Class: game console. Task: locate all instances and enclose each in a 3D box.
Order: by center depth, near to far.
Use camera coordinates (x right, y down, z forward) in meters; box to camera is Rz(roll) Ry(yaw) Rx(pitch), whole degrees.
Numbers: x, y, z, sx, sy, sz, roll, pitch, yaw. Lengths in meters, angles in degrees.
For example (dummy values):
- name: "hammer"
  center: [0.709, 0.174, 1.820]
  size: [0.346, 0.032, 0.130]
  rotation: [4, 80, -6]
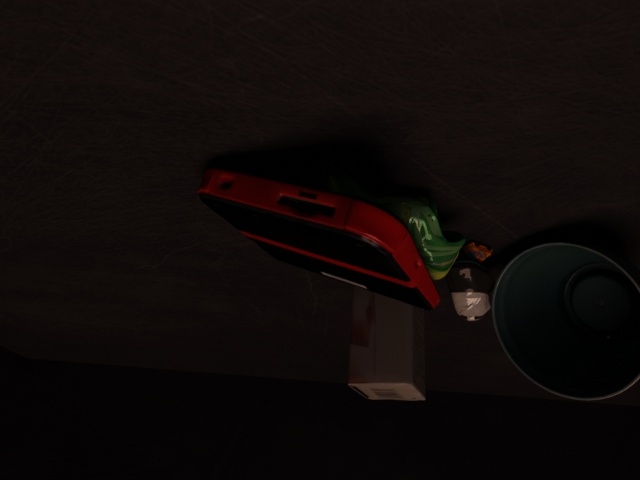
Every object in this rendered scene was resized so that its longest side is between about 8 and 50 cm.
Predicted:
- name: "game console"
  center: [0.000, 0.000, 0.847]
  size: [0.386, 0.060, 0.342]
  rotation: [17, 165, 32]

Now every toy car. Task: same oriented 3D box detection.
- name: "toy car"
  center: [0.297, 0.040, 1.014]
  size: [0.060, 0.040, 0.122]
  rotation: [28, 144, -35]

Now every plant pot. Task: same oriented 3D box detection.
- name: "plant pot"
  center: [0.524, 0.139, 0.952]
  size: [0.196, 0.293, 0.293]
  rotation: [-8, 163, -38]

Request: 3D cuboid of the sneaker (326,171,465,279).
- name: "sneaker"
  center: [0.134, -0.044, 0.848]
  size: [0.295, 0.109, 0.123]
  rotation: [31, 107, -25]

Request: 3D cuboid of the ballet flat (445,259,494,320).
- name: "ballet flat"
  center: [0.334, 0.123, 1.054]
  size: [0.095, 0.096, 0.280]
  rotation: [-4, 161, 23]

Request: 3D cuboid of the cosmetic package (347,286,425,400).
- name: "cosmetic package"
  center: [0.144, 0.171, 1.014]
  size: [0.129, 0.296, 0.153]
  rotation: [-6, 148, 22]
